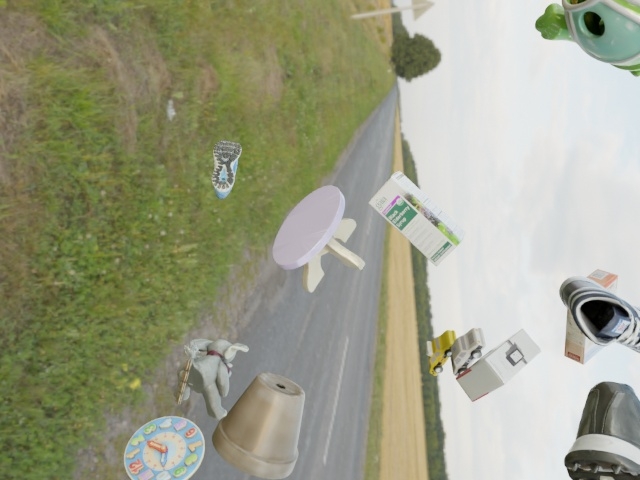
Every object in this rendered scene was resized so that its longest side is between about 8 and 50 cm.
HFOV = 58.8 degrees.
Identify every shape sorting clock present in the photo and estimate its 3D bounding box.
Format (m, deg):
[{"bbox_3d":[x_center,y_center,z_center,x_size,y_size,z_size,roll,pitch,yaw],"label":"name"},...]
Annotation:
[{"bbox_3d":[-0.406,0.548,1.483,0.206,0.206,0.040,-85,175,-47],"label":"shape sorting clock"}]

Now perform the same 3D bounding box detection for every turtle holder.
[{"bbox_3d":[0.590,-0.476,1.111,0.320,0.227,0.244,-108,-144,-57],"label":"turtle holder"}]

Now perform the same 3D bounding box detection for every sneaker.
[{"bbox_3d":[0.288,0.206,0.491,0.234,0.078,0.106,49,49,-24],"label":"sneaker"},{"bbox_3d":[0.597,0.169,1.077,0.099,0.282,0.153,-66,169,15],"label":"sneaker"},{"bbox_3d":[-0.227,-0.167,1.331,0.073,0.063,0.162,113,-13,-55],"label":"sneaker"}]

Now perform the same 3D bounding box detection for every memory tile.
[{"bbox_3d":[-0.458,0.471,1.899,0.113,0.012,0.148,149,-45,-69],"label":"memory tile"}]

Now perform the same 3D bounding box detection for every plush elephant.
[{"bbox_3d":[-0.452,0.530,2.393,0.255,0.271,0.331,-27,122,-53],"label":"plush elephant"}]

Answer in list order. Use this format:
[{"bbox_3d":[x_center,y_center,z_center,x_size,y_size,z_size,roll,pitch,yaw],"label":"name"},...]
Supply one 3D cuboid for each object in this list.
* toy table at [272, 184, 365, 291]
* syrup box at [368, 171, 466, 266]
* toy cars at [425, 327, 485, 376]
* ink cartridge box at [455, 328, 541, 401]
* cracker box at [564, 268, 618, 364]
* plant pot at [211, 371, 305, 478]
[{"bbox_3d":[0.000,0.000,1.620,0.252,0.274,0.161,32,-14,48],"label":"toy table"},{"bbox_3d":[0.244,-0.058,1.434,0.237,0.093,0.096,43,27,5],"label":"syrup box"},{"bbox_3d":[0.461,0.398,2.047,0.393,0.087,0.177,139,-33,-73],"label":"toy cars"},{"bbox_3d":[0.370,0.258,1.182,0.063,0.150,0.109,53,-40,16],"label":"ink cartridge box"},{"bbox_3d":[0.777,0.219,1.636,0.067,0.155,0.233,23,-51,48],"label":"cracker box"},{"bbox_3d":[-0.196,0.649,2.074,0.323,0.322,0.281,-2,115,-81],"label":"plant pot"}]
